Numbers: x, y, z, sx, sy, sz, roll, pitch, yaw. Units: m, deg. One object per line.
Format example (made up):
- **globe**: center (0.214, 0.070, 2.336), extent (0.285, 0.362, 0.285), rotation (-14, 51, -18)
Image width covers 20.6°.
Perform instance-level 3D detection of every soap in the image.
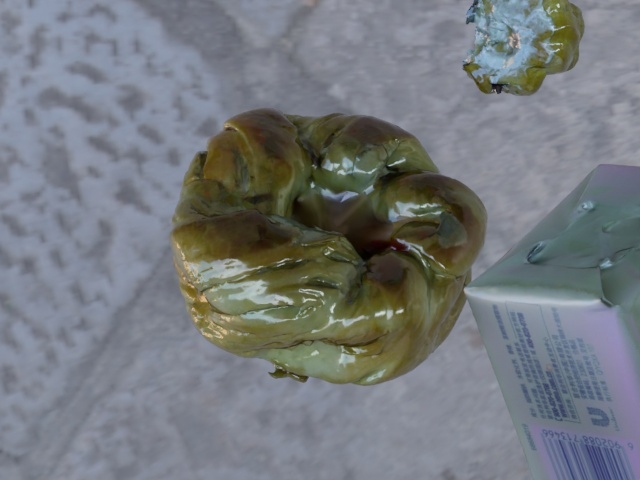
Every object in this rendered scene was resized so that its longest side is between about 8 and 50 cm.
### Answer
- **soap**: center (0.225, 0.070, 1.233), extent (0.138, 0.182, 0.199), rotation (4, 123, 46)

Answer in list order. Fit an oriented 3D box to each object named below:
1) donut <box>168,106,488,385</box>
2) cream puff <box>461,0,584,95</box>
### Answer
- **donut**: center (0.000, 0.000, 1.904), extent (0.360, 0.360, 0.170), rotation (28, 136, 17)
- **cream puff**: center (0.215, -0.227, 1.834), extent (0.121, 0.156, 0.156), rotation (10, 101, 13)
